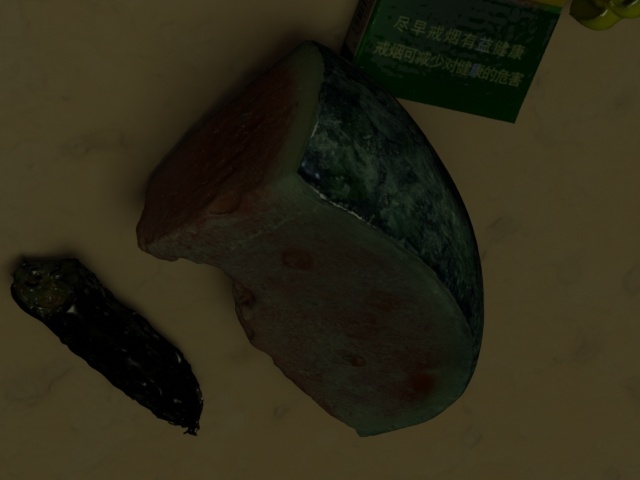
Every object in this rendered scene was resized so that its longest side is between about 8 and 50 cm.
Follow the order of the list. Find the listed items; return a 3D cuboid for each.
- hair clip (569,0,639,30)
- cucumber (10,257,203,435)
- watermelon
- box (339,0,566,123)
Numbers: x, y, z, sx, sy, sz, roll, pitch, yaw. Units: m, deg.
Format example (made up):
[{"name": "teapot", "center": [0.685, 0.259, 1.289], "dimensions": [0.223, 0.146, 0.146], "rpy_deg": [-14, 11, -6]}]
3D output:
[{"name": "hair clip", "center": [0.228, -0.207, 1.191], "dimensions": [0.046, 0.072, 0.173], "rpy_deg": [37, 93, -28]}, {"name": "cucumber", "center": [-0.139, 0.073, 1.243], "dimensions": [0.053, 0.053, 0.181], "rpy_deg": [-38, 125, 6]}, {"name": "watermelon", "center": [0.000, 0.000, 1.208], "dimensions": [0.226, 0.148, 0.318], "rpy_deg": [3, 145, 11]}, {"name": "box", "center": [0.109, -0.195, 1.174], "dimensions": [0.132, 0.034, 0.235], "rpy_deg": [10, 116, -22]}]
